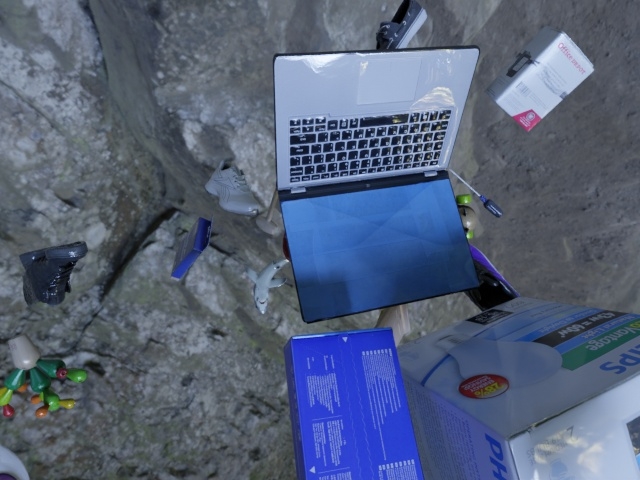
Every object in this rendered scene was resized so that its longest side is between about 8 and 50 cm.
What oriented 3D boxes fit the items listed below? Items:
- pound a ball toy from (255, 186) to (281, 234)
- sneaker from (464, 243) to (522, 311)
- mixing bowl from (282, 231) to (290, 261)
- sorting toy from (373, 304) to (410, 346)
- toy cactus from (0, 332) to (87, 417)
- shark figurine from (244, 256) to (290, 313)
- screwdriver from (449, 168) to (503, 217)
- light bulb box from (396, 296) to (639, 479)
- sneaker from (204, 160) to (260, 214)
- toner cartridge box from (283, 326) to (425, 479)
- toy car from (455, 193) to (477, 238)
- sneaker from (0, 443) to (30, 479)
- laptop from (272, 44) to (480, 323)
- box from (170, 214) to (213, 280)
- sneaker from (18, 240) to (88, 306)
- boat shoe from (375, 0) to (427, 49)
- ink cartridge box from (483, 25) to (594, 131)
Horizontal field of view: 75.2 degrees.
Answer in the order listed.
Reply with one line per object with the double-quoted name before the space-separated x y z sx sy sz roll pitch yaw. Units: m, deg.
"pound a ball toy" -0.058 -0.150 1.368 0.135 0.208 0.319 42 132 6
"sneaker" 0.379 0.090 1.008 0.293 0.102 0.146 47 -163 27
"mixing bowl" 0.000 0.000 1.081 0.098 0.181 0.181 31 162 35
"sorting toy" 0.163 0.258 1.087 0.038 0.208 0.193 22 146 34
"toy cactus" -0.619 0.291 0.886 0.218 0.112 0.181 -17 100 17
"shark figurine" -0.164 0.123 1.497 0.166 0.278 0.116 45 152 9
"screwdriver" 0.362 -0.112 0.961 0.169 0.024 0.025 40 163 -14
"light bulb box" 0.339 0.267 0.661 0.361 0.357 0.226 174 78 -74
"sneaker" -0.294 -0.177 1.403 0.110 0.130 0.297 6 -155 -48
"toner cartridge box" 0.050 0.306 0.580 0.165 0.348 0.075 -1 154 -16
"toy car" 0.464 -0.067 1.403 0.148 0.155 0.188 -6 -169 7
"sneaker" -0.371 0.315 0.404 0.151 0.114 0.306 11 110 10
"laptop" 0.126 -0.101 0.758 0.237 0.381 0.408 -114 21 -46
"box" -0.422 0.019 1.358 0.036 0.137 0.225 26 131 -30
"sneaker" -0.391 0.054 0.614 0.170 0.051 0.089 -7 100 30
"boat shoe" 0.167 -0.479 0.967 0.076 0.229 0.080 42 166 -25
"ink cartridge box" 0.413 -0.305 0.792 0.109 0.063 0.150 29 120 -24
